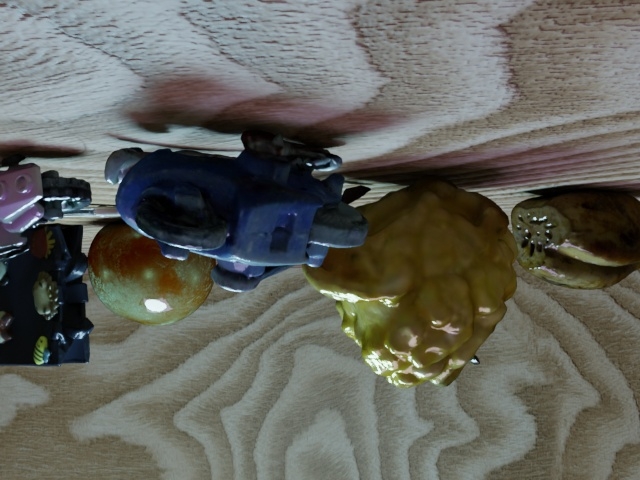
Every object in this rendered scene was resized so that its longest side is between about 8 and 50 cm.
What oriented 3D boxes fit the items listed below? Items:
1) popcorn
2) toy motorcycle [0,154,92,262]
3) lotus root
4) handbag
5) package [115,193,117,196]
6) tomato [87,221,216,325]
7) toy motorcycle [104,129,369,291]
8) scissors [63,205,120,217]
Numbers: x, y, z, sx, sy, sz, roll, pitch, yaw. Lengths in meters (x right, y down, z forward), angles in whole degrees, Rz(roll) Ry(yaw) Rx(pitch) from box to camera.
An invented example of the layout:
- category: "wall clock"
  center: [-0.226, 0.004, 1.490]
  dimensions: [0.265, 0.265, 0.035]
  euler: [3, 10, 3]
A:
- category: "popcorn"
  center: [0.125, 0.048, 1.506]
  dimensions: [0.381, 0.349, 0.349]
  euler: [30, 171, -6]
- category: "toy motorcycle"
  center: [-0.462, -0.036, 1.243]
  dimensions: [0.327, 0.143, 0.188]
  euler: [-12, 171, 25]
- category: "lotus root"
  center: [0.481, 0.001, 1.730]
  dimensions: [0.290, 0.193, 0.193]
  euler: [2, 174, -30]
- category: "handbag"
  center: [-0.622, 0.126, 2.132]
  dimensions: [0.122, 0.303, 0.329]
  euler: [-1, 176, -43]
- category: "package"
  center: [-0.252, -0.075, 1.454]
  dimensions: [0.110, 0.033, 0.077]
  euler: [-5, 167, -16]
- category: "tomato"
  center: [-0.354, 0.070, 2.042]
  dimensions: [0.270, 0.223, 0.270]
  euler: [-4, 173, 0]
- category: "toy motorcycle"
  center: [-0.110, -0.030, 1.133]
  dimensions: [0.319, 0.182, 0.241]
  euler: [1, 175, -42]
- category: "scissors"
  center: [-0.389, -0.052, 1.746]
  dimensions: [0.176, 0.022, 0.085]
  euler: [-2, 180, -32]
